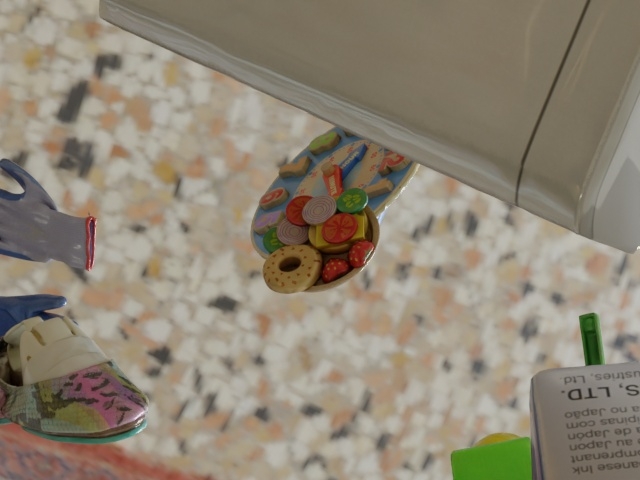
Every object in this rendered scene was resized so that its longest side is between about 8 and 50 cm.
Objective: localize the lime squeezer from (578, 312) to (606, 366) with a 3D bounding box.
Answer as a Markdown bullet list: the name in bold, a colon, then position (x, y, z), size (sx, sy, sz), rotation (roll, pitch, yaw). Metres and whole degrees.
- **lime squeezer**: position (0.180, 0.185, 1.237), size (0.110, 0.059, 0.310), rotation (44, 37, -17)

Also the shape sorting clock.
- **shape sorting clock**: position (0.015, -0.058, 1.741), size (0.206, 0.206, 0.040), rotation (-47, 121, -17)

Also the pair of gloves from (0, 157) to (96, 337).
- **pair of gloves**: position (-0.261, 0.031, 1.570), size (0.023, 0.159, 0.198), rotation (-14, 115, -56)

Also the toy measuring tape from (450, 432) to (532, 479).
- **toy measuring tape**: position (0.106, 0.231, 0.875), size (0.121, 0.330, 0.121), rotation (-1, 132, -1)

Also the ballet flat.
- **ballet flat**: position (-0.183, 0.090, 1.218), size (0.077, 0.221, 0.079), rotation (-13, 95, -27)

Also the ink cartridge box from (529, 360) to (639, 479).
- **ink cartridge box**: position (0.213, 0.207, 0.581), size (0.270, 0.395, 0.151), rotation (-6, 124, 5)

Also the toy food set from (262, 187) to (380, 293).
- **toy food set**: position (0.000, 0.000, 1.225), size (0.020, 0.083, 0.082), rotation (59, 23, -46)

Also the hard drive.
- **hard drive**: position (0.044, -0.159, 0.760), size (0.047, 0.353, 0.233), rotation (17, 97, -39)
